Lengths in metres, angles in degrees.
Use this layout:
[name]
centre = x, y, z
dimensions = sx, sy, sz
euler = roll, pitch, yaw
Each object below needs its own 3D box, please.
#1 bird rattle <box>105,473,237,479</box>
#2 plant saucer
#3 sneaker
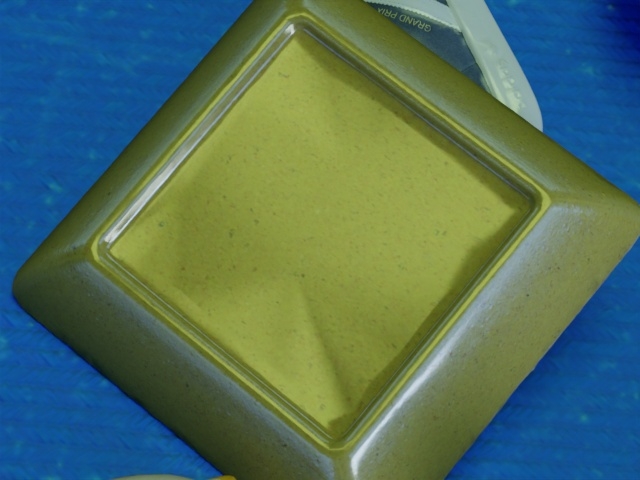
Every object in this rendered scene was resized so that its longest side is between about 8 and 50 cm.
[bird rattle]
centre = -0.116, 0.246, 1.192
dimensions = 0.253, 0.143, 0.207
euler = -13, 49, -2
[plant saucer]
centre = 0.000, 0.000, 1.293
dimensions = 0.333, 0.081, 0.333
euler = 38, 82, 14
[sneaker]
centre = 0.034, -0.177, 1.446
dimensions = 0.148, 0.131, 0.350
euler = -19, 60, -15
